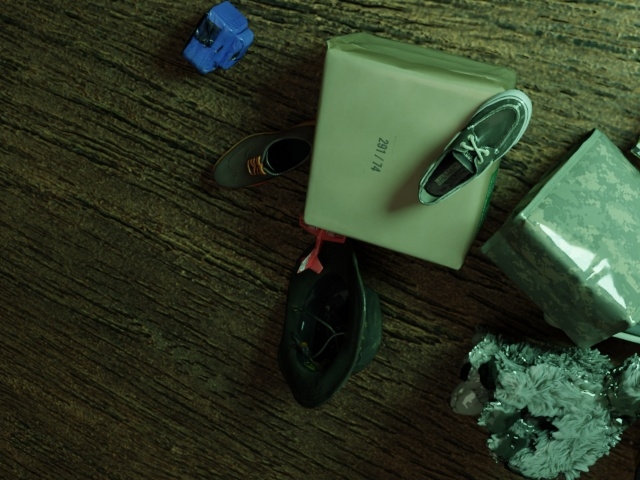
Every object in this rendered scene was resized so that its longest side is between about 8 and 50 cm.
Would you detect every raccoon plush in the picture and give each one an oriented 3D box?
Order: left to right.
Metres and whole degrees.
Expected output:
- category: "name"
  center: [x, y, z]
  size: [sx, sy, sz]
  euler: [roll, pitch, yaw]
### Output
- category: "raccoon plush"
  center: [0.440, 0.249, 1.352]
  size: [0.447, 0.299, 0.216]
  euler: [-4, 103, 11]

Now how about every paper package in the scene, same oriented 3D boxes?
- category: "paper package"
  center: [0.149, -0.158, 1.340]
  size: [0.310, 0.168, 0.324]
  euler: [18, 119, 17]

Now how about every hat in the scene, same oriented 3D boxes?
- category: "hat"
  center: [0.044, 0.163, 1.527]
  size: [0.134, 0.331, 0.331]
  euler: [13, 124, -28]

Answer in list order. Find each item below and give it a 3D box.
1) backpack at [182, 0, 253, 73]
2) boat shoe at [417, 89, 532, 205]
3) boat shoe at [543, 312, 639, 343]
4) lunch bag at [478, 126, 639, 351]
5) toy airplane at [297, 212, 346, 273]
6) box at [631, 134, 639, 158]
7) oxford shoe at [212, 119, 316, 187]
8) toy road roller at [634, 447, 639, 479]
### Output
- category: "backpack"
  center: [-0.193, -0.363, 1.457]
  size: [0.101, 0.098, 0.120]
  euler: [45, 120, -3]
- category: "boat shoe"
  center: [0.229, -0.131, 1.179]
  size: [0.078, 0.070, 0.219]
  euler: [41, 121, -1]
- category: "boat shoe"
  center: [0.534, 0.105, 1.317]
  size: [0.320, 0.116, 0.099]
  euler: [5, 114, 28]
- category: "lunch bag"
  center: [0.434, -0.016, 1.240]
  size: [0.235, 0.287, 0.169]
  euler: [45, 153, 6]
- category: "toy airplane"
  center: [0.000, 0.000, 1.516]
  size: [0.151, 0.151, 0.028]
  euler: [-32, 138, 30]
- category: "box"
  center: [0.577, -0.192, 1.172]
  size: [0.087, 0.058, 0.232]
  euler: [41, 138, 4]
- category: "oxford shoe"
  center: [-0.109, -0.158, 1.501]
  size: [0.271, 0.098, 0.096]
  euler: [-20, 101, 29]
- category: "toy road roller"
  center: [0.658, 0.336, 1.337]
  size: [0.203, 0.240, 0.329]
  euler: [28, 82, 11]
